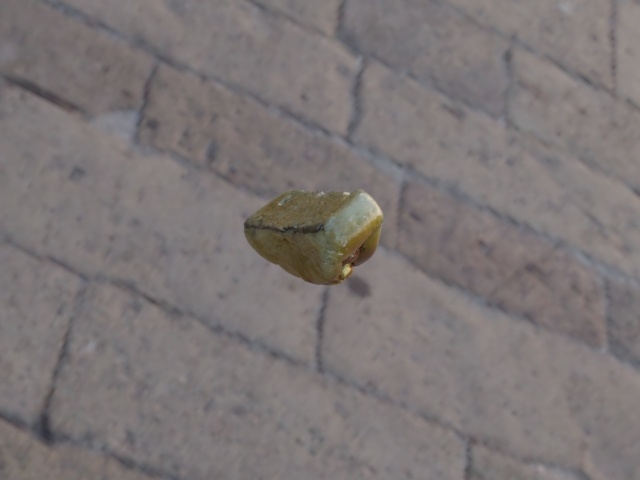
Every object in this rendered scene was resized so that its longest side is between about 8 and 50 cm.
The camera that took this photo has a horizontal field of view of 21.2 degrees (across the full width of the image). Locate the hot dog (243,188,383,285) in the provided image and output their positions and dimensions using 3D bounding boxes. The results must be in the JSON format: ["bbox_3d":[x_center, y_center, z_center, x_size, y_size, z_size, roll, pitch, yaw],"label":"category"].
[{"bbox_3d":[0.000,0.000,0.680,0.030,0.090,0.034,-36,104,-18],"label":"hot dog"}]
